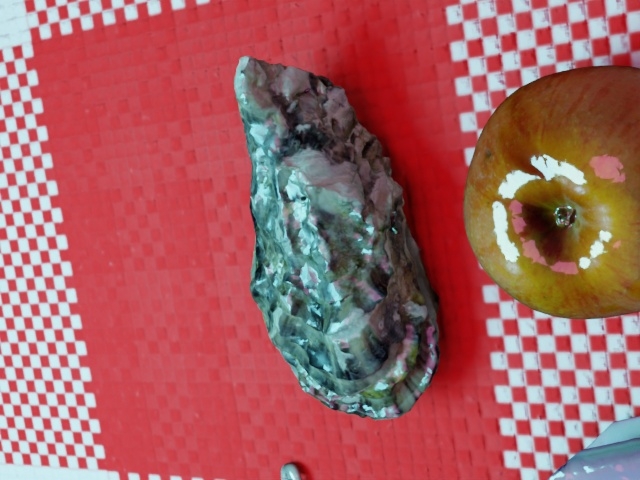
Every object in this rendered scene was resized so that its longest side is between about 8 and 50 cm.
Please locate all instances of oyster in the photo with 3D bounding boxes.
[{"bbox_3d":[0.001,-0.005,0.990,0.162,0.158,0.351,-20,105,-1],"label":"oyster"}]

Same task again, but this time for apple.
[{"bbox_3d":[0.211,-0.034,0.835,0.209,0.164,0.209,9,108,31],"label":"apple"}]

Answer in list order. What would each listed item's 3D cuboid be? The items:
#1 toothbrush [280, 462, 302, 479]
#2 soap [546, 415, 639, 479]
[{"bbox_3d":[0.017,0.416,1.134,0.040,0.040,0.386,-12,91,33],"label":"toothbrush"},{"bbox_3d":[0.275,0.246,0.890,0.324,0.109,0.193,-21,89,32],"label":"soap"}]
